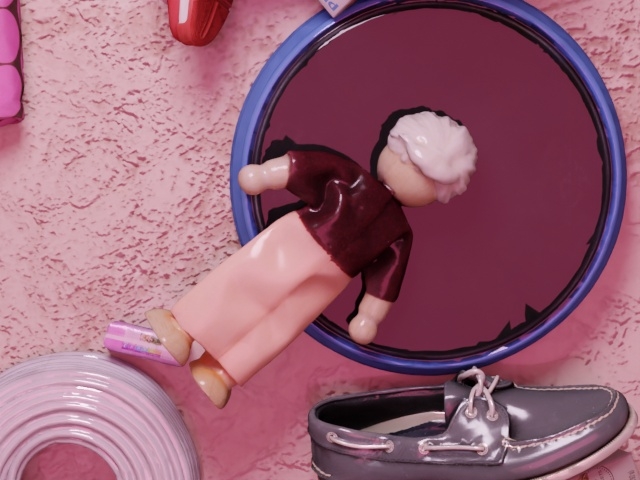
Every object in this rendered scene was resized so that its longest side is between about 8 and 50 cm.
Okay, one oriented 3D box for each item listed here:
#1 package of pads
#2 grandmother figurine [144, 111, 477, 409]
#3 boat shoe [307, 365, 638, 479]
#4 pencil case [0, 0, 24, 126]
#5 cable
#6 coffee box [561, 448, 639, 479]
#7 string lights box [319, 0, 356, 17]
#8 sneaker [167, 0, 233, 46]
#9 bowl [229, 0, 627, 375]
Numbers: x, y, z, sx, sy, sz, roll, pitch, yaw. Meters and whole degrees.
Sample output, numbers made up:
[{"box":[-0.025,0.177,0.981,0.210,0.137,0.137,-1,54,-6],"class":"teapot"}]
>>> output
[{"box":[-0.170,0.101,1.876,0.083,0.050,0.032,13,90,-1],"class":"package of pads"},{"box":[0.000,0.000,1.774,0.342,0.104,0.208,-38,122,0],"class":"grandmother figurine"},{"box":[0.139,0.177,1.823,0.319,0.116,0.099,-11,116,16],"class":"boat shoe"},{"box":[-0.338,-0.211,1.830,0.098,0.095,0.209,0,93,15],"class":"pencil case"},{"box":[-0.247,0.240,1.869,0.257,0.089,0.257,-6,95,0],"class":"cable"},{"box":[0.171,0.324,1.829,0.297,0.119,0.168,-21,97,-13],"class":"coffee box"},{"box":[0.085,-0.317,1.721,0.077,0.260,0.133,49,55,-1],"class":"string lights box"},{"box":[-0.151,-0.284,1.814,0.128,0.087,0.221,-2,69,21],"class":"sneaker"},{"box":[0.105,-0.059,1.851,0.391,0.077,0.391,0,95,0],"class":"bowl"}]
